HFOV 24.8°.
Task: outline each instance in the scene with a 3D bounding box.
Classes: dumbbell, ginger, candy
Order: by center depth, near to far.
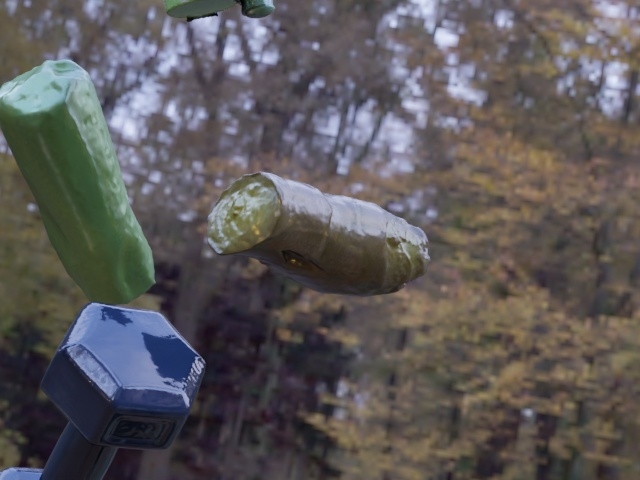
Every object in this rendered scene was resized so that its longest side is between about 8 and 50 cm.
[{"bbox_3d":[-0.240,0.219,1.462,0.144,0.325,0.160,27,31,-4],"label":"dumbbell"},{"bbox_3d":[0.000,0.000,1.518,0.263,0.109,0.116,16,17,-44],"label":"ginger"},{"bbox_3d":[-0.312,-0.071,1.913,0.142,0.132,0.344,17,-43,39],"label":"candy"}]

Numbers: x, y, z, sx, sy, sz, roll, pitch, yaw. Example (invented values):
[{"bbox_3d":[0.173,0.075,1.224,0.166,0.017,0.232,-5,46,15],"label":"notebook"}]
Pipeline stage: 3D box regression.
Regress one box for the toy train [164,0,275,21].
[{"bbox_3d":[-0.127,-0.363,1.629,0.157,0.253,0.105,-12,-6,11],"label":"toy train"}]
